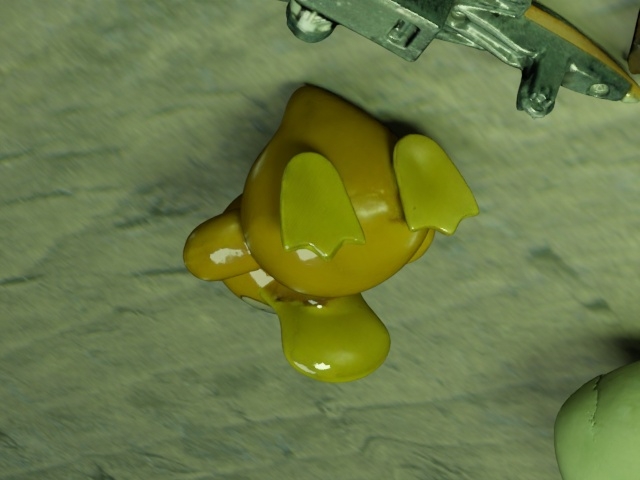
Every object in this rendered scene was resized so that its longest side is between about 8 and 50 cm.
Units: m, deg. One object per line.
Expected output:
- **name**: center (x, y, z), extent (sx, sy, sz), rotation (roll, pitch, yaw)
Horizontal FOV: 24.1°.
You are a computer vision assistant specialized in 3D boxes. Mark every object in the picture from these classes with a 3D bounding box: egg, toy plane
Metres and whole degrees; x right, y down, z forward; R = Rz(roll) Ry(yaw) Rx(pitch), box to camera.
- **egg**: center (0.307, 0.190, 1.198), extent (0.253, 0.187, 0.186), rotation (20, 148, 12)
- **toy plane**: center (0.070, -0.155, 0.976), extent (0.316, 0.103, 0.204), rotation (33, 149, -6)

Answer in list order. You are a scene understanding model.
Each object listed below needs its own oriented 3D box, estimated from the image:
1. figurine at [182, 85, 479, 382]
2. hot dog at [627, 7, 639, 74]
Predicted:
- **figurine**: center (0.001, -0.009, 1.205), extent (0.215, 0.215, 0.228), rotation (25, 134, 9)
- **hot dog**: center (0.264, -0.138, 0.833), extent (0.194, 0.107, 0.326), rotation (24, 148, 11)
